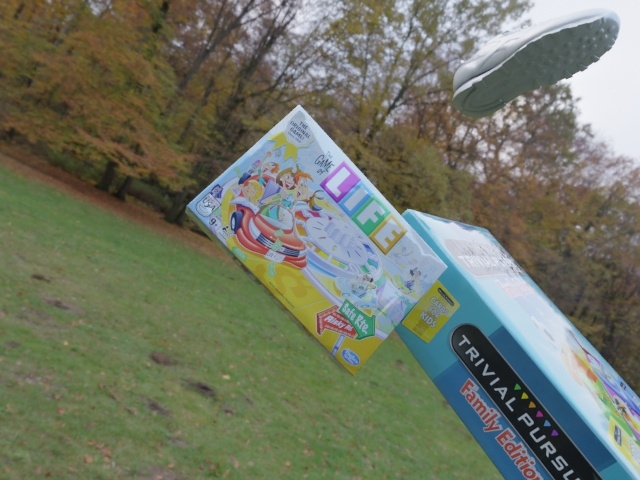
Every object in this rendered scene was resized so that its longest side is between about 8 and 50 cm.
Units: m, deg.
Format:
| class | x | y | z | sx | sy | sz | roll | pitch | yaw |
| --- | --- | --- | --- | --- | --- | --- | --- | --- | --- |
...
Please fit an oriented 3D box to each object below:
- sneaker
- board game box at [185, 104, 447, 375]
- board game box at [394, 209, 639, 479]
| class | x | y | z | sx | sy | sz | roll | pitch | yaw |
| --- | --- | --- | --- | --- | --- | --- | --- | --- | --- |
| sneaker | 0.285 | -0.263 | 0.730 | 0.235 | 0.095 | 0.090 | -17 | -40 | 43 |
| board game box | 0.000 | 0.000 | 0.359 | 0.154 | 0.103 | 0.026 | 46 | -16 | -7 |
| board game box | 0.202 | 0.128 | 0.473 | 0.336 | 0.079 | 0.253 | 54 | 23 | 21 |
